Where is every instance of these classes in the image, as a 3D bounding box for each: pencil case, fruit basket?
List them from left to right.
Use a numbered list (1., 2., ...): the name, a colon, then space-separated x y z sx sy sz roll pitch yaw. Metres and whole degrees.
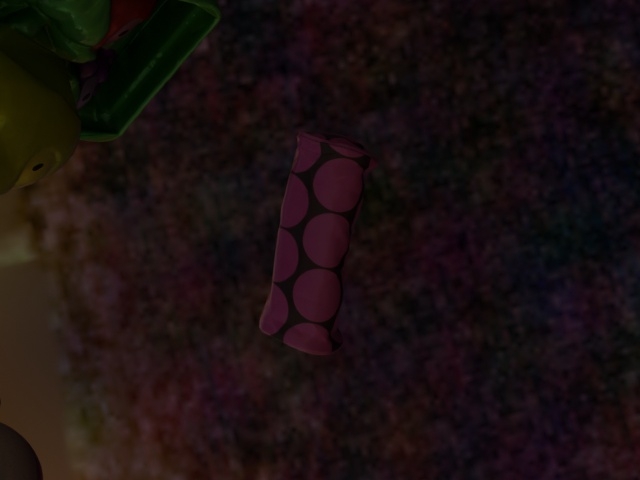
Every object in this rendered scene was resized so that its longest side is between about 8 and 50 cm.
1. fruit basket: -0.298 -0.180 1.826 0.392 0.283 0.392 -170 90 -66
2. pencil case: 0.000 0.000 1.617 0.095 0.098 0.209 19 102 31

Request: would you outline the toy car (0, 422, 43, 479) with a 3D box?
1. toy car: -0.377 0.293 1.766 0.238 0.210 0.219 79 167 -64
